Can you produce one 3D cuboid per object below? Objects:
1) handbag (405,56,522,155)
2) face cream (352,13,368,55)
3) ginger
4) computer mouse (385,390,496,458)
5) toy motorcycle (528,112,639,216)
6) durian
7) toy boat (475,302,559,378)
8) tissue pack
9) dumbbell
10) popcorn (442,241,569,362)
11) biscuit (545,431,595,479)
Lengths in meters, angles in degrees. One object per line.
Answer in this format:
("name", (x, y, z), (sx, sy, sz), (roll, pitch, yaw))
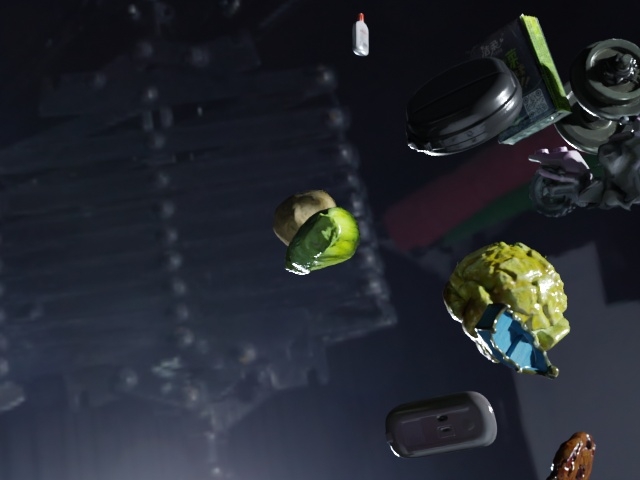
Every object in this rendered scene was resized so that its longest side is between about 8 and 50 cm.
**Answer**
("handbag", (0.290, -0.280, 2.225), (0.253, 0.308, 0.093), (-24, -67, 12))
("face cream", (0.078, -0.405, 2.110), (0.021, 0.083, 0.040), (-14, -23, 39))
("ginger", (-0.031, -0.037, 2.359), (0.138, 0.267, 0.152), (-31, -62, 12))
("computer mouse", (0.245, 0.376, 2.185), (0.232, 0.120, 0.057), (-16, -1, 23))
("toy motorcycle", (0.524, -0.140, 1.938), (0.327, 0.188, 0.143), (-2, 2, 40))
("durian", (0.000, 0.000, 1.999), (0.139, 0.101, 0.250), (-19, -3, -13))
("toy boat", (0.344, 0.181, 1.861), (0.077, 0.075, 0.185), (13, -29, 50))
("tissue pack", (0.430, -0.347, 2.345), (0.073, 0.235, 0.173), (-3, -20, -45))
("dumbbell", (0.600, -0.300, 2.282), (0.192, 0.192, 0.290), (-7, -24, -9))
("popcorn", (0.411, 0.131, 2.406), (0.247, 0.282, 0.282), (-27, -22, -1))
("biscuit", (0.500, 0.475, 2.153), (0.049, 0.192, 0.192), (20, -2, 35))
